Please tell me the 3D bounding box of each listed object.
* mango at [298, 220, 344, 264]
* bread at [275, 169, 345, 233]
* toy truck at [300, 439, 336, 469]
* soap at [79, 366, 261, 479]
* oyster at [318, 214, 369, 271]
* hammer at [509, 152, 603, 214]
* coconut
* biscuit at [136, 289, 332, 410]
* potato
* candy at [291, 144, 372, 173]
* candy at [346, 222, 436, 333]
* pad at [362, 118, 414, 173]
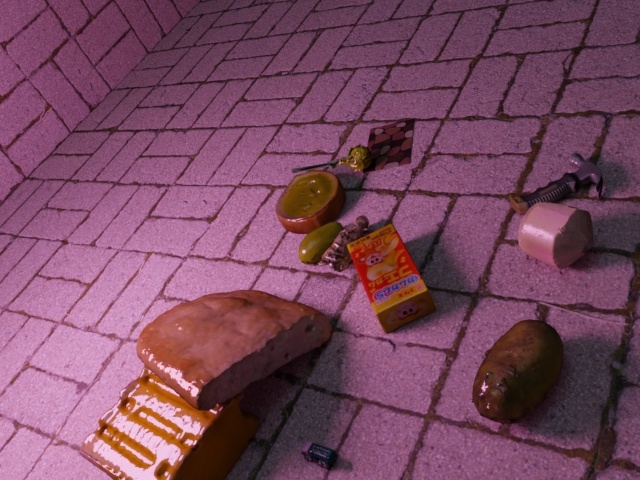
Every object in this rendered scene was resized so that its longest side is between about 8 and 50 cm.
[{"bbox_3d":[0.000,0.000,1.875,0.091,0.074,0.165,20,59,46],"label":"mango"},{"bbox_3d":[-0.032,-0.122,2.030,0.236,0.070,0.236,-18,41,16],"label":"bread"},{"bbox_3d":[-0.004,0.455,1.413,0.083,0.044,0.039,8,49,37],"label":"toy truck"},{"bbox_3d":[-0.353,0.455,1.540,0.334,0.156,0.293,11,55,38],"label":"soap"},{"bbox_3d":[0.063,0.007,1.822,0.106,0.061,0.200,10,53,11],"label":"oyster"},{"bbox_3d":[0.599,-0.130,1.676,0.226,0.041,0.159,-25,37,5],"label":"hammer"},{"bbox_3d":[0.544,-0.012,1.507,0.147,0.147,0.152,-44,39,-18],"label":"coconut"},{"bbox_3d":[-0.233,0.226,1.645,0.429,0.104,0.446,-23,26,-34],"label":"biscuit"},{"bbox_3d":[0.400,0.260,1.327,0.149,0.113,0.251,7,42,46],"label":"potato"},{"bbox_3d":[0.035,-0.242,2.085,0.261,0.073,0.077,-9,46,9],"label":"candy"},{"bbox_3d":[0.173,0.090,1.664,0.146,0.088,0.276,-24,40,5],"label":"candy"},{"bbox_3d":[0.221,-0.306,2.125,0.158,0.003,0.235,-10,43,23],"label":"pad"}]
